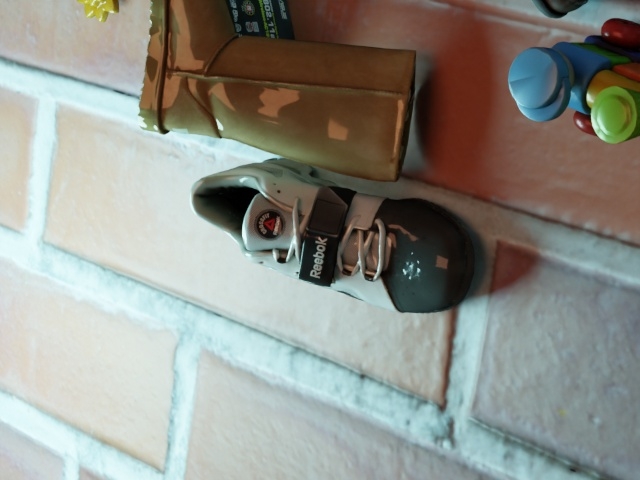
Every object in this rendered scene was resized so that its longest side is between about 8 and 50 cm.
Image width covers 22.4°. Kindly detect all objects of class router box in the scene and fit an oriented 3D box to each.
[{"bbox_3d":[-0.069,-0.200,1.715,0.038,0.092,0.122,-16,84,43],"label":"router box"}]

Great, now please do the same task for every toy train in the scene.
[{"bbox_3d":[0.286,-0.105,1.353,0.248,0.143,0.105,31,115,38],"label":"toy train"}]

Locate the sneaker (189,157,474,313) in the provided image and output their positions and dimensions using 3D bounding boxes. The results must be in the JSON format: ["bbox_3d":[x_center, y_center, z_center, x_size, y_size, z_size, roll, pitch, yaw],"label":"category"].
[{"bbox_3d":[0.000,0.000,1.639,0.331,0.146,0.122,18,105,39],"label":"sneaker"}]

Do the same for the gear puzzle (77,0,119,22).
[{"bbox_3d":[-0.237,-0.418,1.884,0.175,0.044,0.338,37,118,35],"label":"gear puzzle"}]

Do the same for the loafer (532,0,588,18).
[{"bbox_3d":[0.208,-0.336,1.442,0.084,0.096,0.267,-15,82,37],"label":"loafer"}]

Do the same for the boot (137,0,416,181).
[{"bbox_3d":[-0.034,-0.194,1.621,0.270,0.089,0.236,9,101,10],"label":"boot"}]
